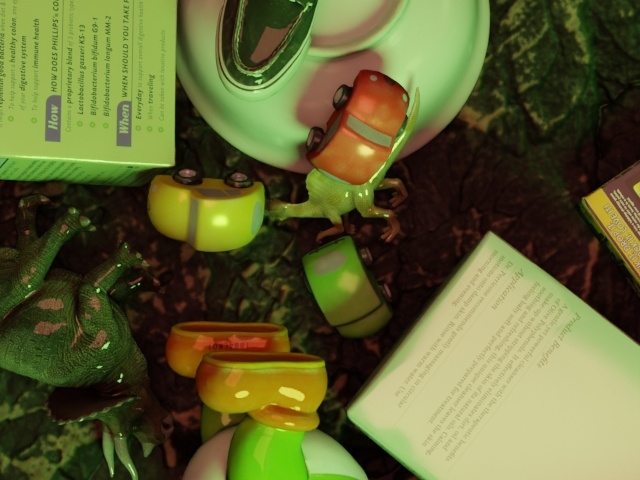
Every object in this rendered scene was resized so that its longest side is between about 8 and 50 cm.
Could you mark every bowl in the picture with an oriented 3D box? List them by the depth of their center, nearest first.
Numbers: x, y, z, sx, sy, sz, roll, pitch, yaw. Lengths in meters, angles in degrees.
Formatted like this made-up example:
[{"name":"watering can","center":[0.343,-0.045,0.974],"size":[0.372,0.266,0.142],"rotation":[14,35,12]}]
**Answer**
[{"name":"bowl","center":[0.006,-0.212,1.257],"size":[0.298,0.134,0.298],"rotation":[0,83,0]}]

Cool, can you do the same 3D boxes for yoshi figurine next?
[{"name":"yoshi figurine","center":[-0.097,0.255,1.166],"size":[0.203,0.203,0.362],"rotation":[8,101,29]}]

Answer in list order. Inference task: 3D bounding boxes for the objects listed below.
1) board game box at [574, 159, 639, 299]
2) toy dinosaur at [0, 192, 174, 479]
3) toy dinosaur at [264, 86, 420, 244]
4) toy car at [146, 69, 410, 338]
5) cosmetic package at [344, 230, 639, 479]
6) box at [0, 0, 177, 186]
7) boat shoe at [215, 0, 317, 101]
[{"name":"board game box","center":[0.329,-0.003,1.272],"size":[0.141,0.048,0.170],"rotation":[-34,84,-2]},{"name":"toy dinosaur","center":[-0.238,0.054,1.232],"size":[0.313,0.121,0.160],"rotation":[36,78,1]},{"name":"toy dinosaur","center":[0.035,-0.045,1.243],"size":[0.183,0.053,0.092],"rotation":[-33,128,22]},{"name":"toy car","center":[0.000,0.000,1.215],"size":[0.239,0.053,0.225],"rotation":[-25,117,9]},{"name":"cosmetic package","center":[0.218,0.181,1.195],"size":[0.365,0.155,0.197],"rotation":[39,85,4]},{"name":"box","center":[-0.250,-0.163,1.222],"size":[0.243,0.117,0.213],"rotation":[2,82,-21]},{"name":"boat shoe","center":[-0.030,-0.219,1.154],"size":[0.077,0.070,0.219],"rotation":[18,84,2]}]
